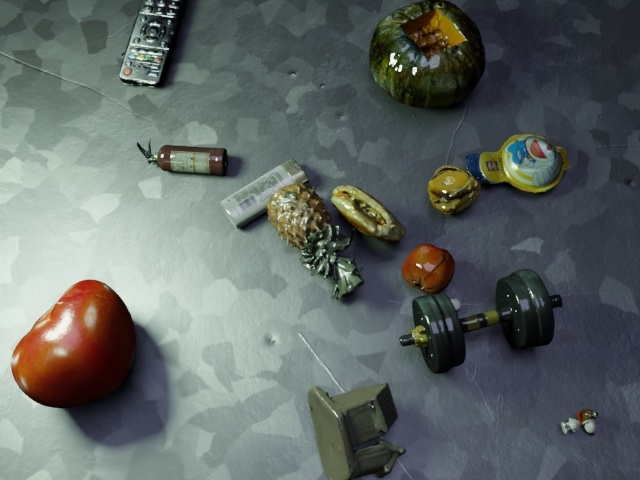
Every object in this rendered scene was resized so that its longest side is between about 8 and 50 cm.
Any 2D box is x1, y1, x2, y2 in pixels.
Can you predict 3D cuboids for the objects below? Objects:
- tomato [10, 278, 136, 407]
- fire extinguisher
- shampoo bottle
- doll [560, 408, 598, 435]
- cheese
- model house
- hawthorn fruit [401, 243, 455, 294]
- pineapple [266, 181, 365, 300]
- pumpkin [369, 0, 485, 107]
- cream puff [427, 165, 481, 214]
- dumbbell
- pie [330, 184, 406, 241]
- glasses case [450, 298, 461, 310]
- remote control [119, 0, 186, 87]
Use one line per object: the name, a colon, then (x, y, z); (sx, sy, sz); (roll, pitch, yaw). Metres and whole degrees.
tomato: (-0.533, 0.241, 1.548); (0.226, 0.298, 0.299); (43, 71, -18)
fire extinguisher: (-0.362, -0.224, 1.819); (0.230, 0.099, 0.071); (6, 47, 2)
shampoo bottle: (-0.144, -0.123, 1.795); (0.227, 0.056, 0.086); (-34, 69, -13)
doll: (0.587, 0.410, 1.573); (0.085, 0.040, 0.058); (3, 78, 2)
cheese: (0.514, -0.198, 1.809); (0.270, 0.069, 0.177); (-7, 67, -2)
model house: (0.089, 0.416, 1.537); (0.188, 0.122, 0.230); (-12, 81, -18)
hawthorn fruit: (0.262, 0.068, 1.681); (0.127, 0.128, 0.128); (0, 67, 1)
pineapple: (0.000, 0.000, 1.693); (0.170, 0.141, 0.310); (-42, 73, 24)
pumpkin: (0.289, -0.500, 1.873); (0.320, 0.192, 0.321); (0, 69, 0)
cream puff: (0.340, -0.126, 1.762); (0.133, 0.104, 0.120); (-6, 44, 15)
dumbbell: (0.368, 0.184, 1.592); (0.387, 0.185, 0.185); (-13, 68, -5)
pie: (0.115, -0.061, 1.709); (0.205, 0.179, 0.084); (36, 89, 14)
glasses case: (0.300, 0.164, 1.687); (0.083, 0.021, 0.032); (-15, 66, -5)
remote control: (-0.475, -0.612, 2.001); (0.144, 0.062, 0.399); (9, 69, 5)
